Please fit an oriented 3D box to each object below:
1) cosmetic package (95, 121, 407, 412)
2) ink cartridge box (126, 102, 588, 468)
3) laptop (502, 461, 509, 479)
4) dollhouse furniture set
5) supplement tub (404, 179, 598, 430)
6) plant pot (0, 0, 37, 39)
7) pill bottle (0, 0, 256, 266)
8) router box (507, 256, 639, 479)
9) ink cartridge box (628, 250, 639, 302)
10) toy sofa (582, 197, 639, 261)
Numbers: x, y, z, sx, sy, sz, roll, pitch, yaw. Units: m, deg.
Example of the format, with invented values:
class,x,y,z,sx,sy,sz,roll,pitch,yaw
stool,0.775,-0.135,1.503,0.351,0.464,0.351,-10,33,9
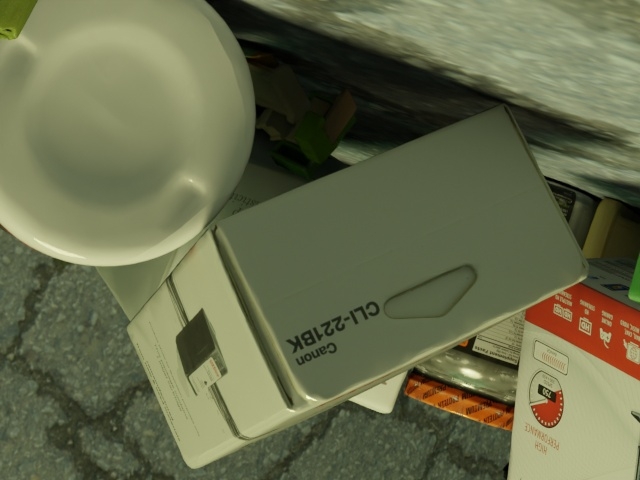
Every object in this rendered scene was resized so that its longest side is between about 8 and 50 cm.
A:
class,x,y,z,sx,sy,sz,roll,pitch,yaw
cosmetic package,-0.069,-0.013,1.284,0.217,0.156,0.385,19,-173,-25
ink cartridge box,0.010,0.037,0.947,0.197,0.114,0.273,-23,174,-21
laptop,0.451,0.276,1.546,0.236,0.382,0.408,-18,106,46
dollhouse furniture set,-0.022,-0.103,1.035,0.076,0.059,0.152,26,163,30
supplement tub,0.137,0.044,1.206,0.117,0.190,0.117,19,179,0
plant pot,-0.125,-0.120,0.582,0.083,0.079,0.083,18,179,0
pill bottle,-0.153,-0.077,0.930,0.161,0.161,0.283,19,179,-20
router box,0.239,0.196,0.969,0.082,0.301,0.335,-2,-165,-25
ink cartridge box,0.286,0.028,0.771,0.208,0.087,0.153,16,178,43
toy sofa,0.365,0.096,1.139,0.362,0.150,0.177,18,177,30
